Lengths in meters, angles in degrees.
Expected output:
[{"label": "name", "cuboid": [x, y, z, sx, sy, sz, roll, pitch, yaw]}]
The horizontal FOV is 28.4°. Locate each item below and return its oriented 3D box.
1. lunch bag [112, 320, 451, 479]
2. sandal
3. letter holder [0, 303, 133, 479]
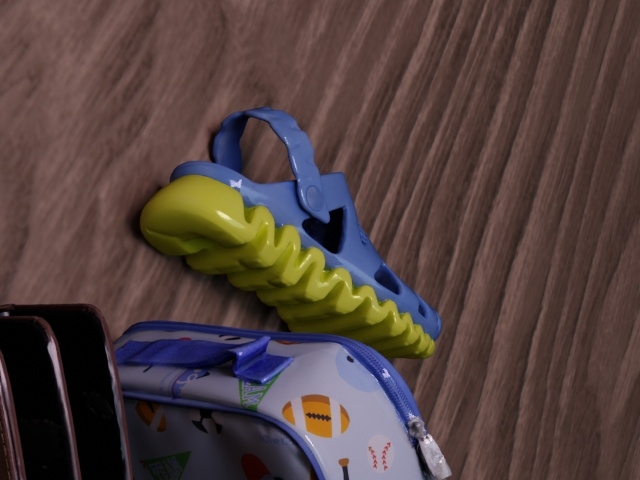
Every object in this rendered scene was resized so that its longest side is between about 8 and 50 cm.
[{"label": "lunch bag", "cuboid": [-0.042, 0.164, 0.843, 0.115, 0.303, 0.243, -35, 113, -39]}, {"label": "sandal", "cuboid": [0.000, 0.000, 1.040, 0.317, 0.126, 0.138, 40, 55, -41]}, {"label": "letter holder", "cuboid": [-0.178, 0.194, 0.755, 0.152, 0.214, 0.301, -6, 92, -48]}]
